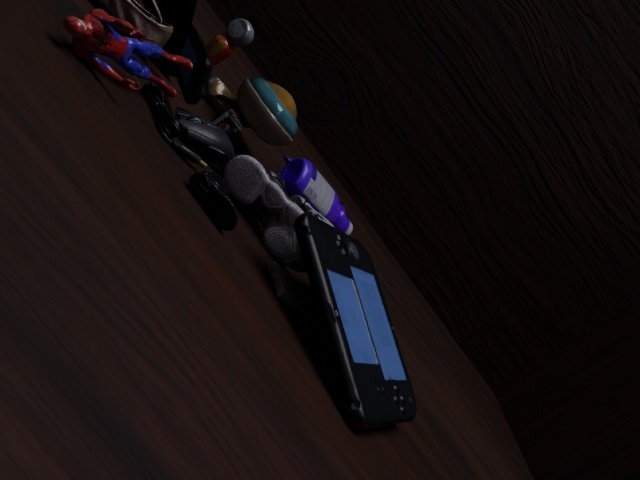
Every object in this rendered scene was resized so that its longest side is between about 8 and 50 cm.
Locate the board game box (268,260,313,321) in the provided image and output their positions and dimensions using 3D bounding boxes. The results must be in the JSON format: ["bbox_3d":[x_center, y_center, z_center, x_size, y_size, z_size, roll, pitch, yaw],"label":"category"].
[{"bbox_3d":[-0.055,0.093,1.260,0.090,0.020,0.090,48,11,-37],"label":"board game box"}]

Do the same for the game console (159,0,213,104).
[{"bbox_3d":[-0.280,-0.416,1.427,0.044,0.213,0.361,3,37,-27],"label":"game console"}]

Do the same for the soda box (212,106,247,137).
[{"bbox_3d":[-0.218,-0.279,1.652,0.053,0.060,0.169,52,9,-12],"label":"soda box"}]

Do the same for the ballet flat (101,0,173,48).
[{"bbox_3d":[-0.415,-0.516,1.374,0.316,0.106,0.107,48,11,-34],"label":"ballet flat"}]

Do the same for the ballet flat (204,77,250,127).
[{"bbox_3d":[-0.240,-0.342,1.814,0.206,0.073,0.067,40,44,-47],"label":"ballet flat"}]

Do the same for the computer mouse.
[{"bbox_3d":[-0.223,-0.192,1.317,0.262,0.060,0.184,44,13,-47],"label":"computer mouse"}]

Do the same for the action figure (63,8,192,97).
[{"bbox_3d":[-0.290,-0.291,1.117,0.139,0.091,0.280,36,10,23],"label":"action figure"}]

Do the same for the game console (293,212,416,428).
[{"bbox_3d":[0.074,0.156,1.296,0.342,0.060,0.386,34,37,-67],"label":"game console"}]

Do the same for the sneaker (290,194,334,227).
[{"bbox_3d":[0.000,0.000,1.640,0.153,0.094,0.235,37,8,-36],"label":"sneaker"}]

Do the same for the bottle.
[{"bbox_3d":[-0.006,-0.107,1.949,0.283,0.092,0.118,46,50,-40],"label":"bottle"}]

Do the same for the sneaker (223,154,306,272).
[{"bbox_3d":[-0.086,-0.061,1.405,0.268,0.101,0.153,54,9,-4],"label":"sneaker"}]

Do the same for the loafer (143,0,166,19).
[{"bbox_3d":[-0.319,-0.637,1.665,0.134,0.366,0.130,10,54,-28],"label":"loafer"}]

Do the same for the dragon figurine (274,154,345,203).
[{"bbox_3d":[-0.035,-0.155,2.043,0.289,0.085,0.144,44,15,-30],"label":"dragon figurine"}]

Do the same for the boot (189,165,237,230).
[{"bbox_3d":[-0.176,-0.073,1.186,0.121,0.045,0.099,53,7,-1],"label":"boot"}]

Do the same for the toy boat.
[{"bbox_3d":[-0.153,-0.381,1.699,0.318,0.148,0.267,52,6,-24],"label":"toy boat"}]
